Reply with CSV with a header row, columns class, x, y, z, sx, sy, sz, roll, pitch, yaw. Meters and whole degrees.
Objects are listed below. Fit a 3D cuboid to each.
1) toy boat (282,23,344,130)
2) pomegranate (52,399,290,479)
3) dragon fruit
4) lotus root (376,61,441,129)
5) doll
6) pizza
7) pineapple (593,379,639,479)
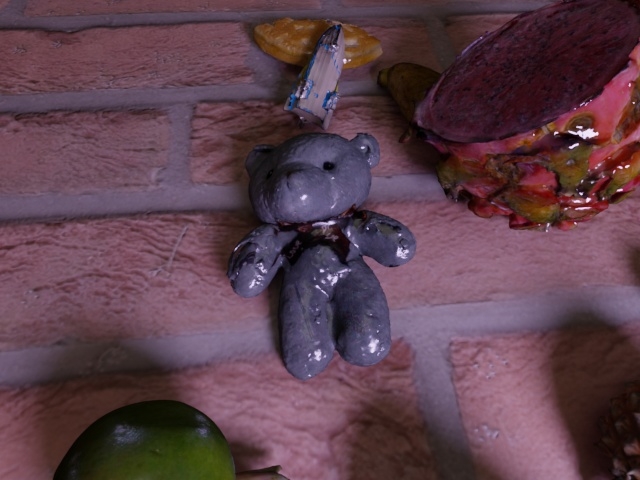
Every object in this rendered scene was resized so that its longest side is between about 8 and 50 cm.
class,x,y,z,sx,sy,sz,roll,pitch,yaw
toy boat,0.005,-0.293,0.778,0.085,0.066,0.210,22,75,-15
pomegranate,-0.135,0.249,0.423,0.225,0.187,0.186,14,55,-27
dragon fruit,0.321,-0.152,0.643,0.296,0.263,0.314,-55,34,-12
lotus root,0.168,-0.262,0.783,0.108,0.094,0.190,2,45,-43
doll,-0.001,-0.005,0.578,0.246,0.158,0.340,-8,61,7
pizza,-0.006,-0.367,0.854,0.247,0.058,0.127,0,62,-4
pineapple,0.379,0.224,0.465,0.193,0.166,0.166,-41,65,8
